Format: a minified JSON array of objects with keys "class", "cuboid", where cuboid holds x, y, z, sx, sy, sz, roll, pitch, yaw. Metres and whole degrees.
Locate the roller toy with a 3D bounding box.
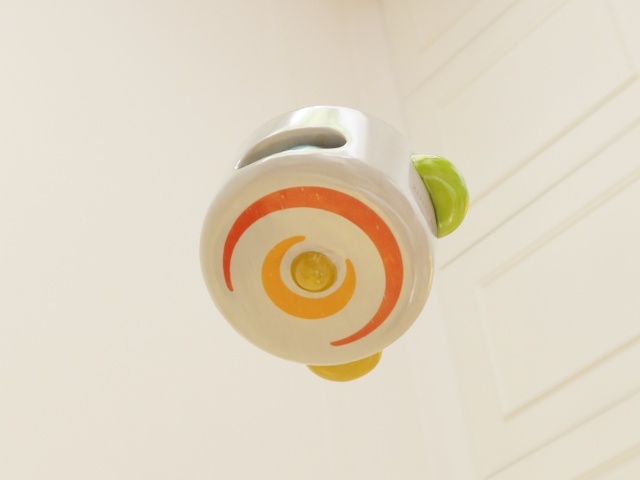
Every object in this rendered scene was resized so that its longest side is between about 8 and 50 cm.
[{"class":"roller toy","cuboid":[0.000,0.000,1.025,0.191,0.209,0.146,29,-153,-7]}]
